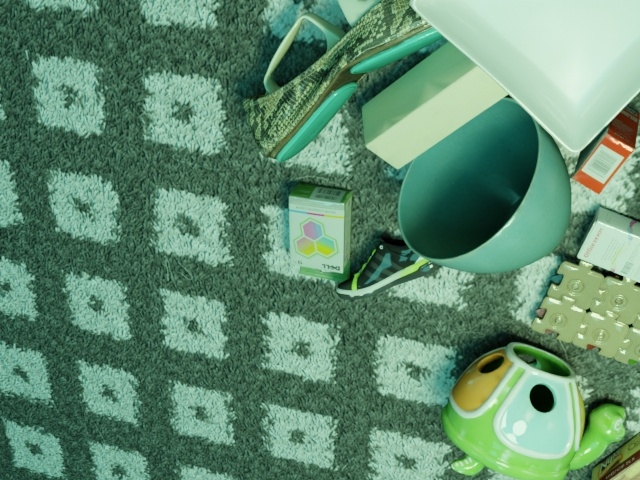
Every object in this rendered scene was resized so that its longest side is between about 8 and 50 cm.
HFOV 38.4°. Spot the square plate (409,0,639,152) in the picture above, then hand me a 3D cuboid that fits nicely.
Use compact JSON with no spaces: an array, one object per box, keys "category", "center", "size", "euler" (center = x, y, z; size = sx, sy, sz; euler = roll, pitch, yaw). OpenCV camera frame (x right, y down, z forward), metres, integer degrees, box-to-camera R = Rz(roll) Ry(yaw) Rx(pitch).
[{"category":"square plate","center":[0.368,-0.361,1.329],"size":[0.347,0.049,0.344],"euler":[40,109,-9]}]

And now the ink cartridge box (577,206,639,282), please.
[{"category":"ink cartridge box","center":[0.515,0.008,1.576],"size":[0.122,0.052,0.089],"euler":[22,131,6]}]

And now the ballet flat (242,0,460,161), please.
[{"category":"ballet flat","center":[0.035,-0.316,1.529],"size":[0.482,0.164,0.182],"euler":[-33,87,34]}]

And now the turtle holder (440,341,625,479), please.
[{"category":"turtle holder","center":[0.396,0.332,1.701],"size":[0.320,0.243,0.228],"euler":[26,107,16]}]

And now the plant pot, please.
[{"category":"plant pot","center":[0.299,-0.064,1.515],"size":[0.195,0.290,0.290],"euler":[28,130,-34]}]

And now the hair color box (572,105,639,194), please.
[{"category":"hair color box","center":[0.452,-0.150,1.444],"size":[0.053,0.167,0.093],"euler":[32,124,2]}]

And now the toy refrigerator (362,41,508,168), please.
[{"category":"toy refrigerator","center":[0.199,-0.238,1.517],"size":[0.094,0.102,0.269],"euler":[31,130,-34]}]

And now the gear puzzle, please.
[{"category":"gear puzzle","center":[0.566,0.143,1.649],"size":[0.338,0.044,0.176],"euler":[20,122,6]}]

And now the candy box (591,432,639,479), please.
[{"category":"candy box","center":[0.706,0.513,1.774],"size":[0.316,0.087,0.183],"euler":[37,124,-2]}]

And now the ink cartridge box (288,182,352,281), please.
[{"category":"ink cartridge box","center":[0.000,0.000,1.765],"size":[0.108,0.062,0.209],"euler":[9,122,14]}]

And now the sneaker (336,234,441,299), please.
[{"category":"sneaker","center":[0.126,0.037,1.740],"size":[0.234,0.084,0.097],"euler":[-23,95,24]}]
